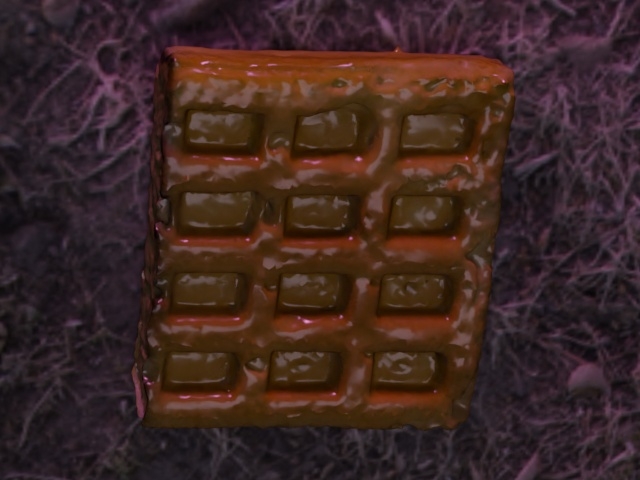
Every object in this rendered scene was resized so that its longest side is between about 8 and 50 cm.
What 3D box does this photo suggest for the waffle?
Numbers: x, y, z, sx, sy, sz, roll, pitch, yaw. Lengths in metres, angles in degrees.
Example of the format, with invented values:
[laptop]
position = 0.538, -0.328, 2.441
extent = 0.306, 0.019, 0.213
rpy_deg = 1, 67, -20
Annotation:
[waffle]
position = 0.000, 0.000, 1.130
extent = 0.221, 0.055, 0.248
rpy_deg = 1, 111, -14
